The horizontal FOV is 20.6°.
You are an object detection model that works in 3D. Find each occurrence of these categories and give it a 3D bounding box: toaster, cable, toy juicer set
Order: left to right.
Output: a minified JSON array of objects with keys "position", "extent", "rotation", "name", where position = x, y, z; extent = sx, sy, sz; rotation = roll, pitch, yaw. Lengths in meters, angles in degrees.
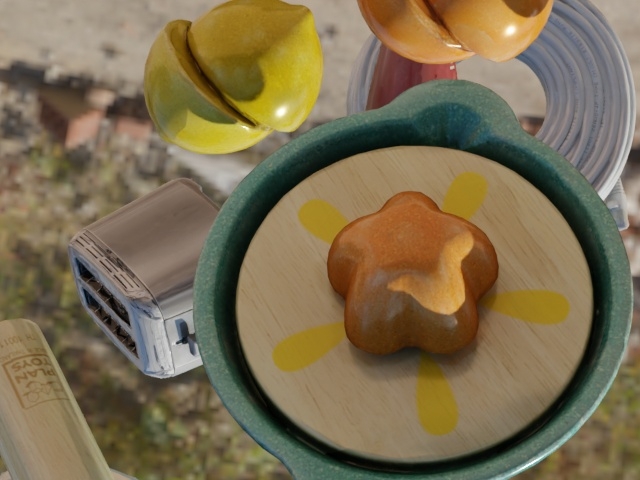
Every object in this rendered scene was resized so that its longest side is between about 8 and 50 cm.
[{"position":[-0.150,0.034,1.744],"extent":[0.146,0.129,0.227],"rotation":[-26,-137,-23],"name":"toaster"},{"position":[0.000,0.000,0.561],"extent":[0.209,0.329,0.089],"rotation":[37,160,22],"name":"toy juicer set"},{"position":[0.151,-0.115,1.567],"extent":[0.257,0.257,0.089],"rotation":[-1,178,2],"name":"cable"}]

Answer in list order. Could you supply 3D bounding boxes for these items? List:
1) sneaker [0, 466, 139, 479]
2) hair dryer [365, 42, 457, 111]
[{"position":[-0.091,0.164,0.703],"extent":[0.092,0.087,0.229],"rotation":[10,-156,-40],"name":"sneaker"},{"position":[0.050,-0.054,1.299],"extent":[0.080,0.293,0.223],"rotation":[8,156,17],"name":"hair dryer"}]
